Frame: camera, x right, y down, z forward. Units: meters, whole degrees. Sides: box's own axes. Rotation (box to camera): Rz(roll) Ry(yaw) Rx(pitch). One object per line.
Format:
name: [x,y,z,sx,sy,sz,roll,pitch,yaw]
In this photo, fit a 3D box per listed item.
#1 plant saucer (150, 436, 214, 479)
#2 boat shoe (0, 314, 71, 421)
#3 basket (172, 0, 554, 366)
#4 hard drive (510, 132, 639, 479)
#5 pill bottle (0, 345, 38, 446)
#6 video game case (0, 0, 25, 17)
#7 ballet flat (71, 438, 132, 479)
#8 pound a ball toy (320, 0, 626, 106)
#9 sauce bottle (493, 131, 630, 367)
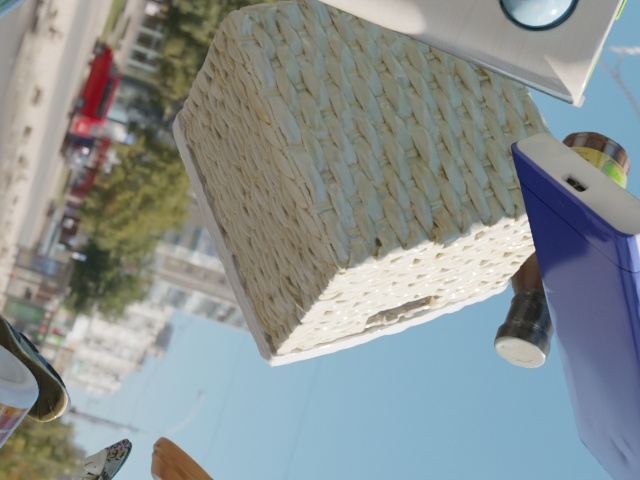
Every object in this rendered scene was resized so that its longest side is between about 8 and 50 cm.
plant saucer: [-0.125,0.305,1.358,0.037,0.200,0.200,-40,-179,-18]
boat shoe: [-0.429,0.165,1.667,0.080,0.223,0.073,-47,169,-7]
basket: [0.054,-0.087,1.338,0.331,0.328,0.266,66,-25,18]
hard drive: [0.247,0.087,1.020,0.210,0.040,0.318,-123,-167,-62]
pill bottle: [-0.399,0.206,1.250,0.216,0.121,0.121,-52,-167,5]
video game case: [-0.429,-0.339,1.412,0.212,0.193,0.023,-48,-175,-37]
ballet flat: [-0.252,0.262,1.350,0.114,0.041,0.041,-55,-164,17]
pound a ball toy: [0.089,-0.256,0.918,0.208,0.319,0.136,-67,169,8]
sauce bottle: [0.318,0.012,1.618,0.344,0.111,0.111,-63,-174,-28]
